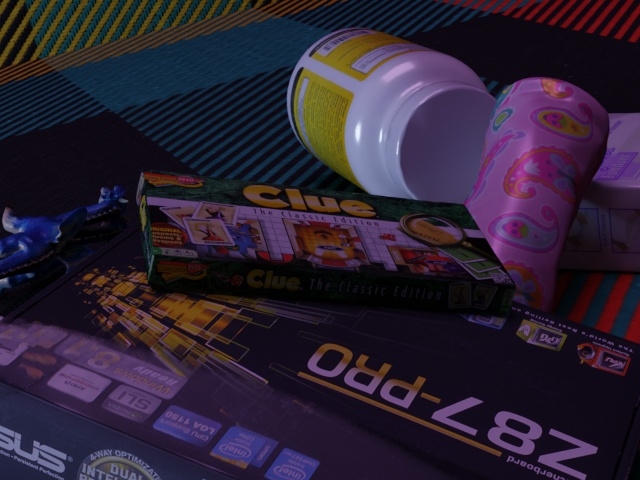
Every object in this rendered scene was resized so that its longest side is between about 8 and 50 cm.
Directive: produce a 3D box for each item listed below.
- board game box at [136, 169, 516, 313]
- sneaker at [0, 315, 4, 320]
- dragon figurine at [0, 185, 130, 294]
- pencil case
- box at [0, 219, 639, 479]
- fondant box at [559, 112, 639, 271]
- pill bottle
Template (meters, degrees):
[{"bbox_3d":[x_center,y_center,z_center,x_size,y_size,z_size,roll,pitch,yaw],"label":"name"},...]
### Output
[{"bbox_3d":[0.000,0.000,0.948,0.259,0.030,0.136,5,24,-15],"label":"board game box"},{"bbox_3d":[-0.374,0.114,1.296,0.134,0.051,0.070,-9,21,12],"label":"sneaker"},{"bbox_3d":[-0.305,0.009,1.494,0.144,0.085,0.289,-7,19,11],"label":"dragon figurine"},{"bbox_3d":[0.171,-0.017,1.161,0.124,0.124,0.284,2,48,31],"label":"pencil case"},{"bbox_3d":[0.006,0.112,0.865,0.394,0.097,0.318,20,30,15],"label":"box"},{"bbox_3d":[0.369,-0.054,1.325,0.330,0.096,0.238,1,23,30],"label":"fondant box"},{"bbox_3d":[0.094,-0.144,1.567,0.187,0.188,0.334,-16,21,-15],"label":"pill bottle"}]
